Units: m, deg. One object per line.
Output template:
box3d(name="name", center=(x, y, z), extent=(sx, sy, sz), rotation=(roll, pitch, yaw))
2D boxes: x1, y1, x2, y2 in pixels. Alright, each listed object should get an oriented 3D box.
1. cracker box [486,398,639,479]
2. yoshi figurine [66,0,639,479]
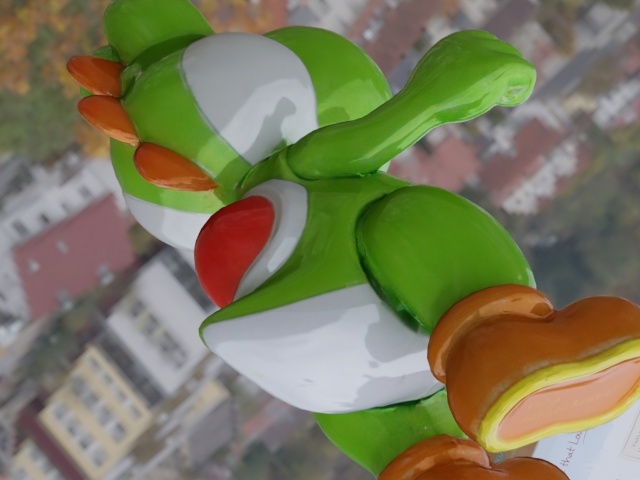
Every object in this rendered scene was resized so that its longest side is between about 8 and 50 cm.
box3d(name="cracker box", center=(0.203, 0.143, 1.095), extent=(0.156, 0.232, 0.067), rotation=(-68, -152, 13))
box3d(name="yoshi figurine", center=(0.023, -0.010, 0.919), extent=(0.203, 0.362, 0.203), rotation=(-39, 146, -4))
